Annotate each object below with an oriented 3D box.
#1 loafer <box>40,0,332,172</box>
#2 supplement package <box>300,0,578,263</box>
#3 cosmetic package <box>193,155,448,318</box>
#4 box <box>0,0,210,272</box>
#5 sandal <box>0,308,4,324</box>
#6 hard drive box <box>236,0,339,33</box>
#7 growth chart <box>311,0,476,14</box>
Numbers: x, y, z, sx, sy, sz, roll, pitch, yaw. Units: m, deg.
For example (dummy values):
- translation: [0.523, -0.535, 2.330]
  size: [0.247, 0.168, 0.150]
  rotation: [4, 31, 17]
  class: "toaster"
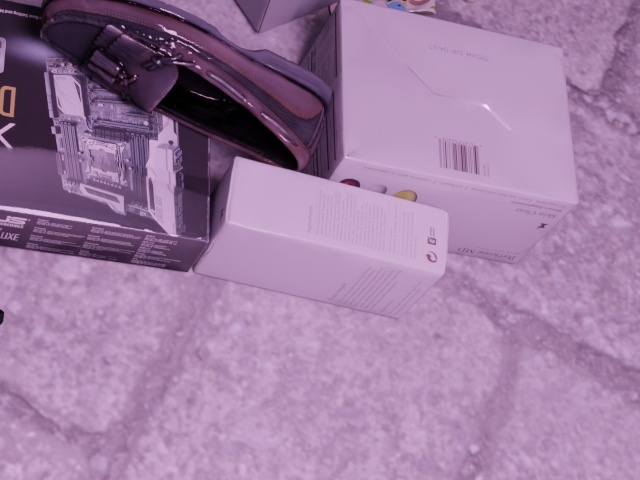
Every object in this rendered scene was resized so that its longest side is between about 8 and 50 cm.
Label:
- translation: [-0.131, -0.155, 1.497]
  size: [0.303, 0.109, 0.095]
  rotation: [19, 61, -17]
  class: "loafer"
- translation: [0.119, -0.112, 1.642]
  size: [0.262, 0.145, 0.204]
  rotation: [10, 60, -17]
  class: "supplement package"
- translation: [0.000, 0.000, 1.550]
  size: [0.231, 0.117, 0.085]
  rotation: [15, 58, -16]
  class: "cosmetic package"
- translation: [-0.264, -0.109, 1.520]
  size: [0.308, 0.076, 0.242]
  rotation: [9, 59, -19]
  class: "box"
- translation: [-0.370, 0.057, 1.367]
  size: [0.179, 0.067, 0.040]
  rotation: [-2, 104, -31]
  class: "sandal"
- translation: [-0.047, -0.372, 1.733]
  size: [0.181, 0.089, 0.232]
  rotation: [-27, 73, -25]
  class: "hard drive box"
- translation: [0.076, -0.329, 1.818]
  size: [0.237, 0.021, 0.172]
  rotation: [-6, 65, -23]
  class: "growth chart"
